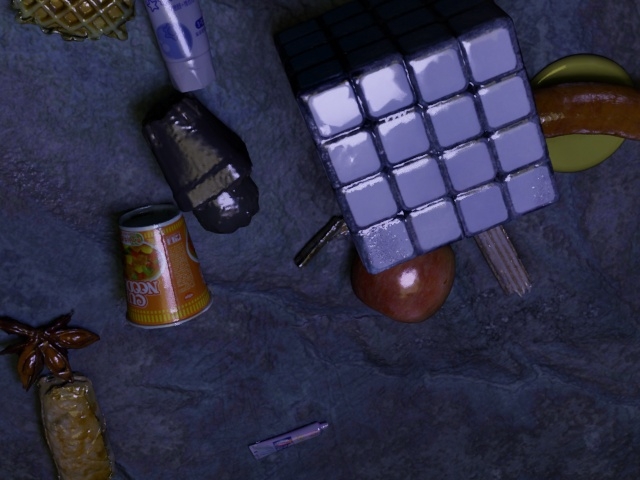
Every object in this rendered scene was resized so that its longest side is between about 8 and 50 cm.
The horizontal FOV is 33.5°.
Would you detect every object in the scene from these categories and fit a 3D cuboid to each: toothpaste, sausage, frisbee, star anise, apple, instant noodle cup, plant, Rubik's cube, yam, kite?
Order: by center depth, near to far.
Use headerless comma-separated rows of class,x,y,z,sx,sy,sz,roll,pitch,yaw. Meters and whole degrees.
toothpaste,-0.251,-0.420,1.691,0.125,0.080,0.371,-34,124,-34
Rubik's cube,0.148,-0.205,1.724,0.337,0.344,0.343,-22,118,1
plant,-0.194,-0.129,1.808,0.142,0.164,0.256,-29,117,4
sausage,0.466,-0.228,1.889,0.271,0.109,0.108,-2,118,-10
instant noodle cup,-0.285,0.039,1.895,0.169,0.168,0.184,-10,112,-5
frisbee,0.472,-0.229,1.956,0.236,0.017,0.235,-4,118,-8
apple,0.154,0.054,1.956,0.188,0.188,0.173,25,101,-21
star anise,-0.517,0.209,1.981,0.213,0.053,0.156,-2,99,-18
yam,0.000,0.000,1.991,0.027,0.033,0.129,42,101,2
kite,0.047,-0.014,2.003,0.044,0.002,0.078,31,107,-23
toothpaste,-0.063,0.410,2.195,0.170,0.028,0.045,-21,126,4

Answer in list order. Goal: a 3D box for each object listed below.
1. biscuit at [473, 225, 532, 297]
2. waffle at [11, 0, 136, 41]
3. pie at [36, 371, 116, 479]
biscuit,0.320,-0.005,1.996,0.062,0.108,0.238,-29,119,8
waffle,-0.387,-0.418,1.680,0.208,0.054,0.214,6,114,-17
pie,-0.479,0.384,2.086,0.129,0.068,0.282,-10,122,-7
